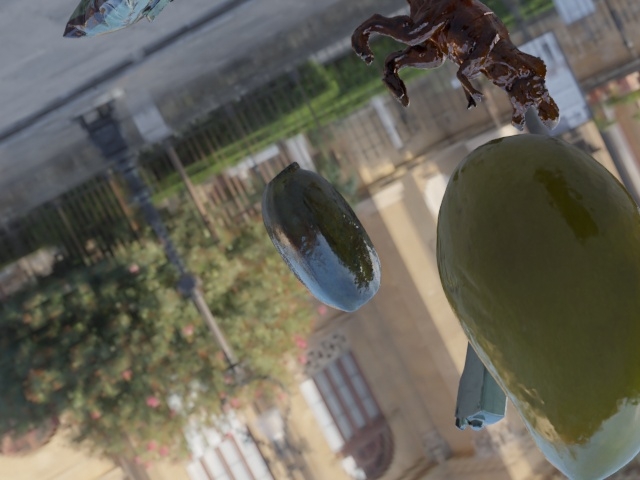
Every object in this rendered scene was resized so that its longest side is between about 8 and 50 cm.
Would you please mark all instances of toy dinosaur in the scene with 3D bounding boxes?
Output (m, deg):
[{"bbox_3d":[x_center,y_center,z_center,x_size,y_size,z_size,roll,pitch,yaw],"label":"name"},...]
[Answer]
[{"bbox_3d":[0.137,-0.292,1.510,0.208,0.432,0.097,-33,167,3],"label":"toy dinosaur"}]

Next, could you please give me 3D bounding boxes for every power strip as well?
[{"bbox_3d":[0.242,0.131,1.646,0.048,0.286,0.080,16,159,-19],"label":"power strip"}]

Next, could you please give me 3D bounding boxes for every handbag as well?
[{"bbox_3d":[-0.310,-0.431,1.952,0.235,0.127,0.213,-40,-172,-33],"label":"handbag"}]

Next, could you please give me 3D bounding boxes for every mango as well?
[{"bbox_3d":[0.215,0.038,1.039,0.142,0.332,0.195,18,125,-46],"label":"mango"}]

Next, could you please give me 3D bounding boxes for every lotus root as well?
[{"bbox_3d":[0.000,0.000,1.718,0.124,0.241,0.123,-27,-164,42],"label":"lotus root"}]
